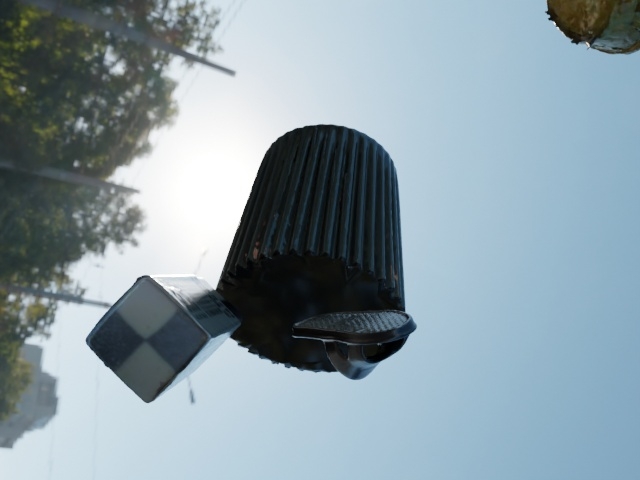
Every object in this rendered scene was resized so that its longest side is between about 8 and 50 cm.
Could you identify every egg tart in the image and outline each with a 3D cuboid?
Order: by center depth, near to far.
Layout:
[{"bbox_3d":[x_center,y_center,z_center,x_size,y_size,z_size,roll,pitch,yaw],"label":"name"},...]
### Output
[{"bbox_3d":[0.376,-0.344,1.075,0.212,0.090,0.213,46,-30,37],"label":"egg tart"}]

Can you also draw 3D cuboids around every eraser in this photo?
[{"bbox_3d":[-0.170,0.104,0.954,0.096,0.098,0.404,-46,178,-3],"label":"eraser"}]

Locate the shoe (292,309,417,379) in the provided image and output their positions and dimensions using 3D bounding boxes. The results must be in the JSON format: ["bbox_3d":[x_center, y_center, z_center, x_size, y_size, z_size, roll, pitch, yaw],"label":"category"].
[{"bbox_3d":[0.030,0.092,0.691,0.159,0.062,0.053,-2,-80,57],"label":"shoe"}]

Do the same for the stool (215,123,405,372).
[{"bbox_3d":[0.000,0.000,1.309,0.297,0.297,0.330,-48,-156,42],"label":"stool"}]
